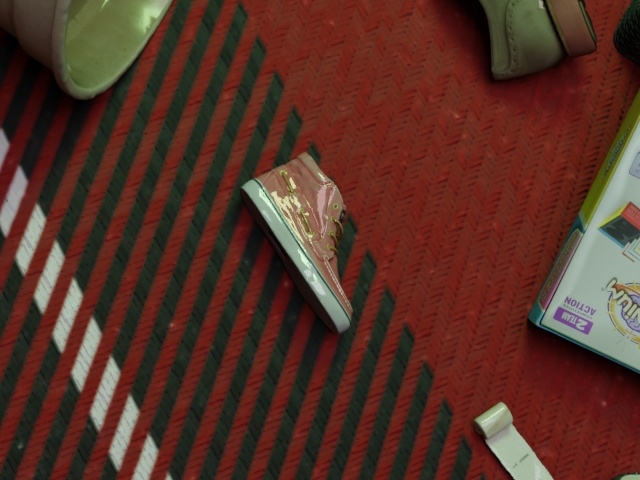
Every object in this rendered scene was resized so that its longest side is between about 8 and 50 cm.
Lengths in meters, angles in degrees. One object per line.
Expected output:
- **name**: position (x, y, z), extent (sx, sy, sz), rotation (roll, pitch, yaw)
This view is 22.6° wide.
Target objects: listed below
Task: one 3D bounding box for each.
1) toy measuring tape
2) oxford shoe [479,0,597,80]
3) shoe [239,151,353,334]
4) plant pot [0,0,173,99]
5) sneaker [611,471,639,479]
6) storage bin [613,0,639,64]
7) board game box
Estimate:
- **toy measuring tape**: position (0.268, 0.292, 1.531), extent (0.121, 0.121, 0.330), rotation (-33, 84, -18)
- **oxford shoe**: position (0.164, -0.333, 1.659), extent (0.130, 0.123, 0.348), rotation (-23, 86, 15)
- **shoe**: position (0.000, 0.000, 1.576), extent (0.081, 0.063, 0.178), rotation (-31, 79, -13)
- **plant pot**: position (-0.291, -0.343, 1.495), extent (0.305, 0.334, 0.334), rotation (25, 71, 7)
- **sneaker**: position (0.351, 0.291, 1.578), extent (0.161, 0.057, 0.075), rotation (31, 66, -6)
- **storage bin**: position (0.413, -0.262, 1.725), extent (0.122, 0.084, 0.180), rotation (32, 72, -3)
- **board game box**: position (0.384, -0.009, 1.600), extent (0.242, 0.064, 0.317), rotation (26, 93, -2)
